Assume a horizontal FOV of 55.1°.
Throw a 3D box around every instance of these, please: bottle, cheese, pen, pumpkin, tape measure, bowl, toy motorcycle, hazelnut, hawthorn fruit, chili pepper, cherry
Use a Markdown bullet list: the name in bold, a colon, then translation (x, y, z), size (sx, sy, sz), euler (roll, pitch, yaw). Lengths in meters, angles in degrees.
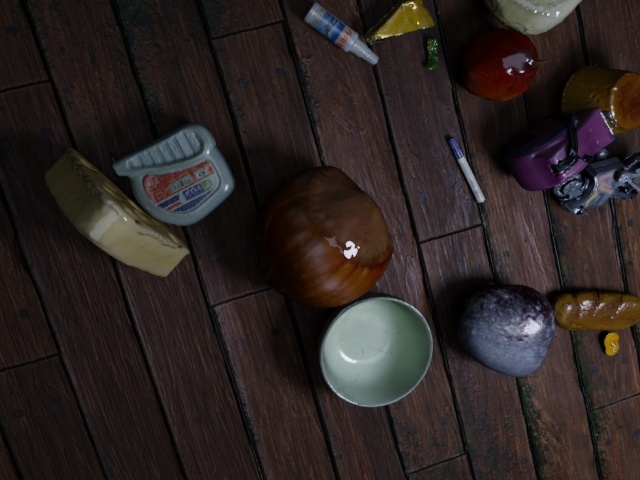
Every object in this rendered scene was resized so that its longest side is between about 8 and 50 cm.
- **bottle**: translation (0.058, -0.526, 1.576), size (0.217, 0.060, 0.060), euler (32, 92, -13)
- **cheese**: translation (-0.474, -0.050, 1.404), size (0.384, 0.384, 0.104), euler (43, 87, -13)
- **pen**: translation (0.405, -0.195, 1.704), size (0.025, 0.025, 0.204), euler (-30, 101, -4)
- **pumpkin**: translation (0.875, 0.310, 1.859), size (0.050, 0.028, 0.083), euler (-18, 110, -9)
- **tape measure**: translation (0.620, -0.235, 1.623), size (0.231, 0.245, 0.149), euler (-42, 108, -13)
- **tape measure**: translation (-0.353, -0.161, 1.525), size (0.243, 0.125, 0.246), euler (-27, 99, 1)
- **bowl**: translation (0.134, 0.280, 1.655), size (0.307, 0.163, 0.307), euler (-2, 99, -11)
- **toy motorcycle**: translation (0.780, -0.154, 1.722), size (0.307, 0.108, 0.173), euler (-13, 137, -11)
- **hazelnut**: translation (0.000, 0.000, 1.531), size (0.373, 0.315, 0.372), euler (6, 106, 21)
- **hawthorn fruit**: translation (0.477, -0.450, 1.583), size (0.190, 0.251, 0.189), euler (-14, 116, -32)
- **chili pepper**: translation (0.298, -0.500, 1.640), size (0.030, 0.034, 0.091), euler (7, 100, 23)
- **cherry**: translation (0.518, 0.243, 1.690), size (0.296, 0.218, 0.254), euler (13, 119, 1)

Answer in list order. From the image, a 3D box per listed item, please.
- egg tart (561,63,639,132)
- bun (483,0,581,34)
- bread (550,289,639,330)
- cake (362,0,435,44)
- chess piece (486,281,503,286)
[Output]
- **egg tart**: translation (0.778, -0.375, 1.670), size (0.215, 0.171, 0.215), euler (-5, 102, -25)
- **bun**: translation (0.538, -0.699, 1.547), size (0.349, 0.227, 0.352), euler (-10, 95, -9)
- **bread**: translation (0.838, 0.201, 1.810), size (0.344, 0.084, 0.124), euler (0, 121, -10)
- **cake**: translation (0.207, -0.552, 1.602), size (0.116, 0.080, 0.185), euler (40, 80, -25)
- **chess piece**: translation (0.528, 0.142, 1.771), size (0.092, 0.035, 0.035), euler (7, 97, -14)
